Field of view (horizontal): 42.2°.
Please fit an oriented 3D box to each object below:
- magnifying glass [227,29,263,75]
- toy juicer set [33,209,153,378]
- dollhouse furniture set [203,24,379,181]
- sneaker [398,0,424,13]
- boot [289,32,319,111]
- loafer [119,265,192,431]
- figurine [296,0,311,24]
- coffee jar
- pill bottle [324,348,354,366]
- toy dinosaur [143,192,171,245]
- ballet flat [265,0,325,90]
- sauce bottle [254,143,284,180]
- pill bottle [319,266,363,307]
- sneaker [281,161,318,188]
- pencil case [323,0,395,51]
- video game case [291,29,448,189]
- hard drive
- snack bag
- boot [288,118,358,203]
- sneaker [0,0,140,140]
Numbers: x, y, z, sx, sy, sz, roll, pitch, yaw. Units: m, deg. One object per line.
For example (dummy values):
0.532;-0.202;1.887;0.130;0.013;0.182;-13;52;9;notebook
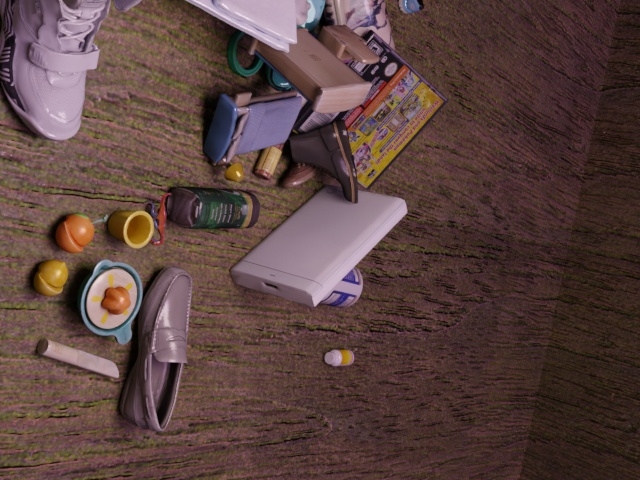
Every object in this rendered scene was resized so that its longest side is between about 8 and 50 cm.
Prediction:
-0.121;-0.440;1.711;0.092;0.026;0.231;47;63;-48;magnifying glass
-0.402;0.104;1.464;0.209;0.089;0.329;1;100;-52;toy juicer set
-0.036;-0.240;1.648;0.286;0.198;0.303;-18;146;-45;dollhouse furniture set
0.248;-0.650;2.080;0.063;0.073;0.162;-5;105;-51;sneaker
-0.039;-0.359;1.814;0.190;0.086;0.069;-55;155;18;boot
-0.298;0.211;1.610;0.112;0.111;0.320;9;94;-53;loafer
-0.086;-0.543;1.619;0.215;0.092;0.209;36;62;-17;figurine
-0.209;-0.064;1.654;0.184;0.096;0.079;-2;105;-51;coffee jar
0.047;0.302;2.137;0.083;0.043;0.043;9;94;-53;pill bottle
-0.308;-0.035;1.565;0.047;0.090;0.082;-10;77;-35;toy dinosaur
-0.061;-0.435;1.742;0.083;0.087;0.247;18;95;-21;ballet flat
-0.103;-0.194;1.795;0.042;0.042;0.128;38;73;-50;sauce bottle
0.007;0.095;1.968;0.186;0.112;0.112;18;86;-53;pill bottle
-0.036;-0.185;1.883;0.188;0.066;0.071;-43;113;-41;sneaker
0.070;-0.503;1.822;0.183;0.159;0.410;-66;149;-52;pencil case
0.108;-0.283;1.844;0.248;0.035;0.275;36;103;-29;video game case
0.000;0.000;1.828;0.353;0.233;0.047;-43;132;-36;hard drive
-0.178;-0.528;1.448;0.342;0.037;0.323;19;61;-38;snack bag
0.007;-0.164;1.829;0.077;0.137;0.198;-93;170;-62;boot
-0.382;-0.324;1.258;0.137;0.210;0.366;-19;115;-48;sneaker
